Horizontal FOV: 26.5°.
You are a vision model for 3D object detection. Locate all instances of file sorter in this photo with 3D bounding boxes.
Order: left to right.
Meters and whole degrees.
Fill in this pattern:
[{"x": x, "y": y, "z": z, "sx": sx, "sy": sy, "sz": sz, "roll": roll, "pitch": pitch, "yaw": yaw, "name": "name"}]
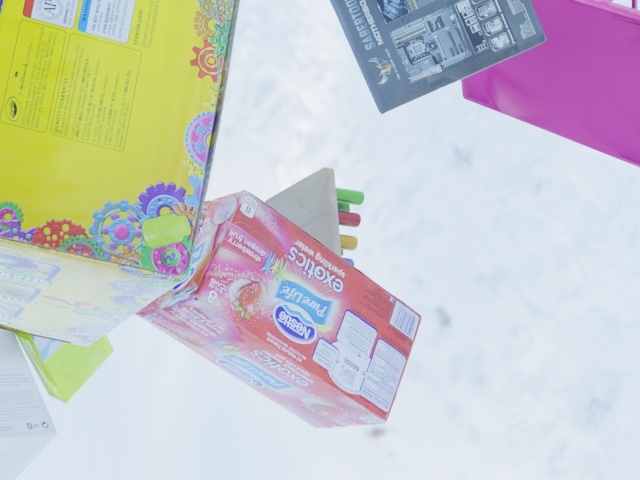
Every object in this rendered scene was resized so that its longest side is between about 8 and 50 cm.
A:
[{"x": 0.329, "y": -0.254, "z": 1.642, "sx": 0.290, "sy": 0.182, "sz": 0.202, "roll": 28, "pitch": 143, "yaw": 39, "name": "file sorter"}]

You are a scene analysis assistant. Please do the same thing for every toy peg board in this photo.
[{"x": 0.000, "y": 0.000, "z": 1.926, "sx": 0.161, "sy": 0.079, "sz": 0.161, "roll": -27, "pitch": 63, "yaw": 51, "name": "toy peg board"}]

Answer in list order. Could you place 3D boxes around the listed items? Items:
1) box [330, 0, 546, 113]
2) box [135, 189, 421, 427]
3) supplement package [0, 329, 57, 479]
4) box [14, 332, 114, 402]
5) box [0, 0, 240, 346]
[{"x": 0.097, "y": -0.268, "z": 1.355, "sx": 0.059, "sy": 0.183, "sz": 0.233, "roll": -66, "pitch": -49, "yaw": -77, "name": "box"}, {"x": -0.039, "y": 0.075, "z": 1.361, "sx": 0.122, "sy": 0.257, "sz": 0.128, "roll": -15, "pitch": 48, "yaw": 50, "name": "box"}, {"x": -0.507, "y": 0.196, "z": 1.732, "sx": 0.198, "sy": 0.199, "sz": 0.263, "roll": -46, "pitch": 60, "yaw": 30, "name": "supplement package"}, {"x": -0.347, "y": 0.118, "z": 1.811, "sx": 0.042, "sy": 0.178, "sz": 0.109, "roll": 16, "pitch": 50, "yaw": 32, "name": "box"}, {"x": -0.174, "y": -0.106, "z": 0.852, "sx": 0.279, "sy": 0.177, "sz": 0.290, "roll": 148, "pitch": 133, "yaw": -66, "name": "box"}]
